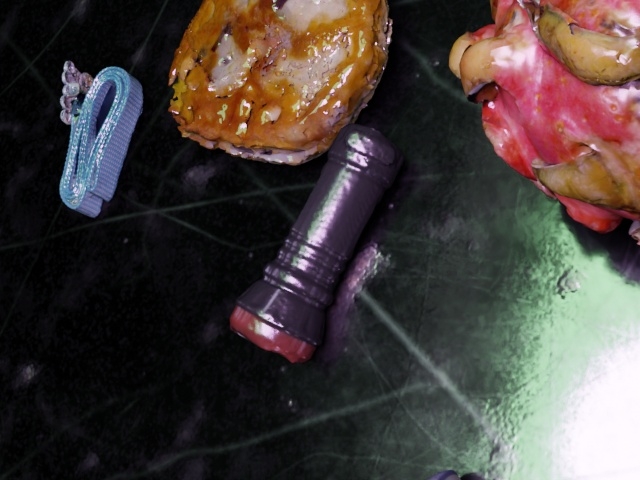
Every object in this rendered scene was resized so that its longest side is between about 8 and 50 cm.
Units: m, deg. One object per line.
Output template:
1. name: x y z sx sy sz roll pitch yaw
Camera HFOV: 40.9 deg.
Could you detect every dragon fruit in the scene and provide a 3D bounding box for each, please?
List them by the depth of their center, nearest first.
1. dragon fruit: 0.237 -0.133 0.628 0.291 0.269 0.250 9 65 37

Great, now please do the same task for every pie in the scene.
1. pie: -0.041 -0.210 0.906 0.308 0.085 0.308 -8 74 30

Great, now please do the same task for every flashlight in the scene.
1. flashlight: 0.000 0.000 0.823 0.093 0.093 0.232 23 82 32

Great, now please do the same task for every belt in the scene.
1. belt: -0.275 -0.121 1.022 0.100 0.065 0.179 9 78 21

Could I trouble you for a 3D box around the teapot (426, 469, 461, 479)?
1. teapot: 0.136 0.248 0.649 0.111 0.108 0.149 -10 70 24
